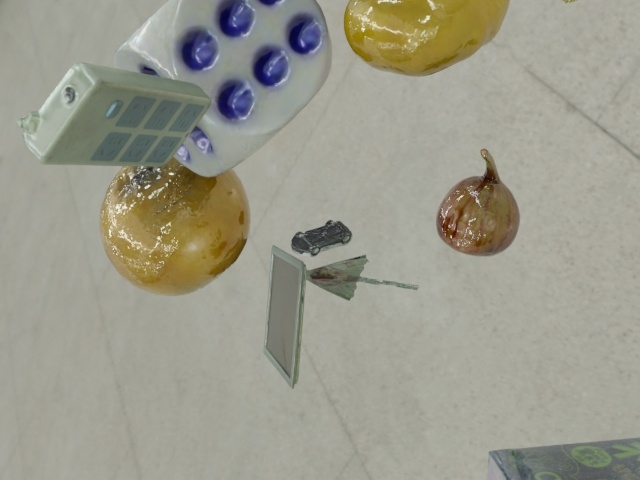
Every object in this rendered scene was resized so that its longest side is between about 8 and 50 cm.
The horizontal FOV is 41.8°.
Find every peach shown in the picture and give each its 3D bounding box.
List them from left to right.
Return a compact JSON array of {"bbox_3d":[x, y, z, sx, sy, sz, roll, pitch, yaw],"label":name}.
[{"bbox_3d":[0.111,-0.248,0.896,0.179,0.103,0.179,-14,37,11],"label":"peach"}]

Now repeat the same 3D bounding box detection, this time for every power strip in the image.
[{"bbox_3d":[-0.230,-0.142,0.979,0.118,0.270,0.046,-46,76,19],"label":"power strip"}]

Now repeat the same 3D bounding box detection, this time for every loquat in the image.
[{"bbox_3d":[-0.249,-0.035,1.435,0.263,0.263,0.263,-27,55,47],"label":"loquat"}]

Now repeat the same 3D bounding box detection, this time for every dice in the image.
[{"bbox_3d":[-0.146,-0.269,1.256,0.259,0.243,0.251,-45,18,-19],"label":"dice"}]

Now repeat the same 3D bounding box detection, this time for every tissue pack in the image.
[{"bbox_3d":[0.505,0.452,1.382,0.288,0.394,0.124,-117,27,-65],"label":"tissue pack"}]

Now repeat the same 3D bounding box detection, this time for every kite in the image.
[{"bbox_3d":[0.075,0.078,1.661,0.229,0.249,0.012,111,163,-64],"label":"kite"}]

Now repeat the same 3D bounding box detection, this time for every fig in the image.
[{"bbox_3d":[0.326,-0.073,1.681,0.175,0.175,0.207,30,104,56],"label":"fig"}]

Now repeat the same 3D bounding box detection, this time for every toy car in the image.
[{"bbox_3d":[0.000,0.000,1.150,0.041,0.093,0.025,46,145,37],"label":"toy car"}]

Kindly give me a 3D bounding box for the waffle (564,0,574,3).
[{"bbox_3d":[0.583,-0.520,1.612,0.245,0.254,0.052,-20,99,12],"label":"waffle"}]

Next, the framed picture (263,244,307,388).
[{"bbox_3d":[-0.068,0.137,1.608,0.296,0.019,0.233,-156,70,-75],"label":"framed picture"}]
